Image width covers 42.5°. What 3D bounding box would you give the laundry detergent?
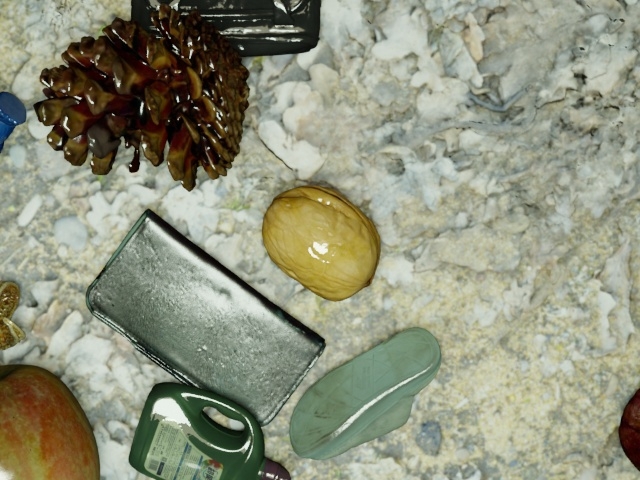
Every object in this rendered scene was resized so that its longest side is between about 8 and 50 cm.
[{"bbox_3d":[-0.142,0.282,1.128,0.221,0.078,0.144,18,102,-2],"label":"laundry detergent"}]

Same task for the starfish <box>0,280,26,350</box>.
[{"bbox_3d":[-0.483,0.125,1.091,0.189,0.146,0.074,-16,131,-5],"label":"starfish"}]

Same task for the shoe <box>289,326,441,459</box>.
[{"bbox_3d":[0.072,0.223,1.152,0.251,0.103,0.100,-38,134,7],"label":"shoe"}]

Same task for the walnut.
[{"bbox_3d":[0.000,0.000,1.127,0.180,0.144,0.144,44,85,7],"label":"walnut"}]

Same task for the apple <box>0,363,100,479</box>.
[{"bbox_3d":[-0.406,0.282,1.024,0.256,0.257,0.234,-6,103,-4],"label":"apple"}]

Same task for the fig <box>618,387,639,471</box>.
[{"bbox_3d":[0.491,0.275,1.140,0.148,0.202,0.149,42,121,12],"label":"fig"}]

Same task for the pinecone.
[{"bbox_3d":[-0.232,-0.175,1.078,0.291,0.246,0.247,-9,88,12],"label":"pinecone"}]

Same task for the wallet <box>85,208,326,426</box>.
[{"bbox_3d":[-0.163,0.116,1.154,0.318,0.045,0.172,36,90,-6],"label":"wallet"}]

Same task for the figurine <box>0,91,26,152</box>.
[{"bbox_3d":[-0.515,-0.127,1.117,0.262,0.120,0.164,-27,82,12],"label":"figurine"}]

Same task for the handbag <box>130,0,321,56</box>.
[{"bbox_3d":[-0.133,-0.383,1.170,0.275,0.088,0.245,1,91,-5],"label":"handbag"}]
